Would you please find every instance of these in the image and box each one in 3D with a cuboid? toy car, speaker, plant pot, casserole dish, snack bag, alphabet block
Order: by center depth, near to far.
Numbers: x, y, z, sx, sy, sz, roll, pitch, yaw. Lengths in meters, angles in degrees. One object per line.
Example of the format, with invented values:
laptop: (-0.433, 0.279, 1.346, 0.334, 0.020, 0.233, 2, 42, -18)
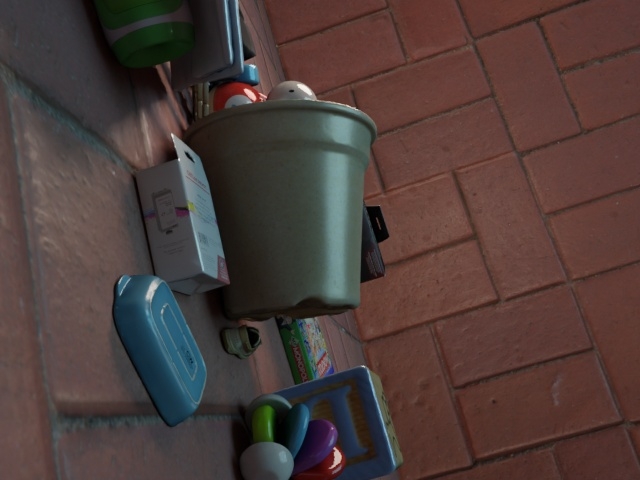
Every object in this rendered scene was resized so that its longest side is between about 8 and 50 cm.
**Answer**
casserole dish: (-0.175, 0.120, 0.739, 0.114, 0.037, 0.188, -91, 163, -68)
speaker: (-0.273, -0.402, 0.905, 0.131, 0.131, 0.297, -47, 119, -83)
toy car: (-0.035, 0.314, 0.956, 0.159, 0.136, 0.182, -92, 163, -67)
snack bag: (-0.199, -0.397, 0.974, 0.342, 0.037, 0.323, 16, -66, 62)
plant pot: (-0.056, -0.027, 1.090, 0.334, 0.333, 0.306, 49, 35, -75)
alphabet block: (0.033, 0.352, 1.200, 0.197, 0.193, 0.192, 56, 19, -70)
toy car: (-0.095, -0.268, 1.339, 0.210, 0.237, 0.219, -23, 106, -71)

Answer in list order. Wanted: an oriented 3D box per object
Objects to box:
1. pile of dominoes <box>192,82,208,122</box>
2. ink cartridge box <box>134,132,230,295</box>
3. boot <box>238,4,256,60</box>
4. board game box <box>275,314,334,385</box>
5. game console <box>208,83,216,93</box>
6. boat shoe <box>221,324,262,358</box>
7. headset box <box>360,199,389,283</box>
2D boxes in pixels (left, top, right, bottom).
pile of dominoes: (-0.229, -0.314, 1.150, 0.196, 0.040, 0.251, -142, -127, -69)
ink cartridge box: (-0.190, -0.033, 0.887, 0.115, 0.067, 0.198, 51, 24, -74)
boot: (-0.269, -0.619, 1.434, 0.445, 0.146, 0.367, 10, 71, -80)
board game box: (-0.033, 0.252, 1.573, 0.317, 0.046, 0.214, 5, 67, -83)
game console: (-0.239, -0.339, 1.415, 0.361, 0.043, 0.213, 50, 23, -73)
boat shoe: (-0.119, 0.163, 1.059, 0.135, 0.045, 0.050, 44, 29, -77)
headset box: (0.000, 0.000, 1.418, 0.110, 0.293, 0.218, -76, 149, -79)
